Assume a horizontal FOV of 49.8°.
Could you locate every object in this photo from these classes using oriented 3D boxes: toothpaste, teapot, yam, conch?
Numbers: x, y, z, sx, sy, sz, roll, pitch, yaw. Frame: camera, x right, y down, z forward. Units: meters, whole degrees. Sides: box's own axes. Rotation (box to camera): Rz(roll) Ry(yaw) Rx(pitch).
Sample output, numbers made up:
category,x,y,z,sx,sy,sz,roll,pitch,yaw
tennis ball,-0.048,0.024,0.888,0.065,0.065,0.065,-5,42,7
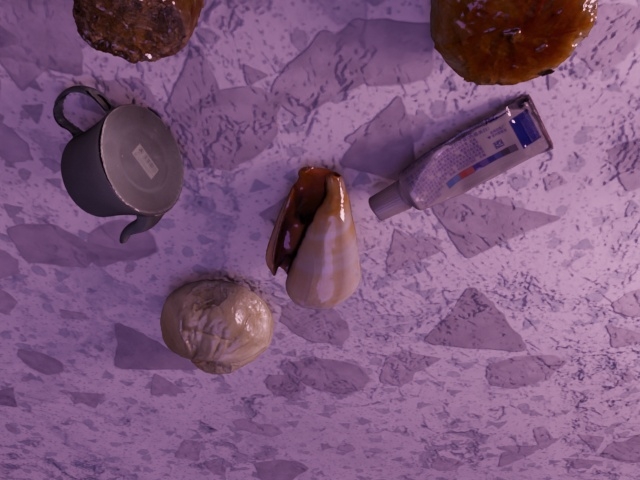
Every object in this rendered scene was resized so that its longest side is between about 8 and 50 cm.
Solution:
category,x,y,z,sx,sy,sz,roll,pitch,yaw
toothpaste,0.201,-0.111,1.037,0.282,0.068,0.099,-29,159,17
teapot,-0.313,-0.111,1.012,0.149,0.162,0.239,-12,111,32
yam,-0.176,-0.300,0.733,0.129,0.238,0.128,-13,141,26
conch,0.005,-0.002,1.137,0.158,0.127,0.255,24,116,20

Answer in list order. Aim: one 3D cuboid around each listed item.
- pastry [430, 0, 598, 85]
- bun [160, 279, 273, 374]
category,x,y,z,sx,sy,sz,roll,pitch,yaw
pastry,0.230,-0.273,0.832,0.192,0.093,0.182,-5,139,6
bun,-0.203,0.174,1.302,0.220,0.134,0.220,3,141,2
